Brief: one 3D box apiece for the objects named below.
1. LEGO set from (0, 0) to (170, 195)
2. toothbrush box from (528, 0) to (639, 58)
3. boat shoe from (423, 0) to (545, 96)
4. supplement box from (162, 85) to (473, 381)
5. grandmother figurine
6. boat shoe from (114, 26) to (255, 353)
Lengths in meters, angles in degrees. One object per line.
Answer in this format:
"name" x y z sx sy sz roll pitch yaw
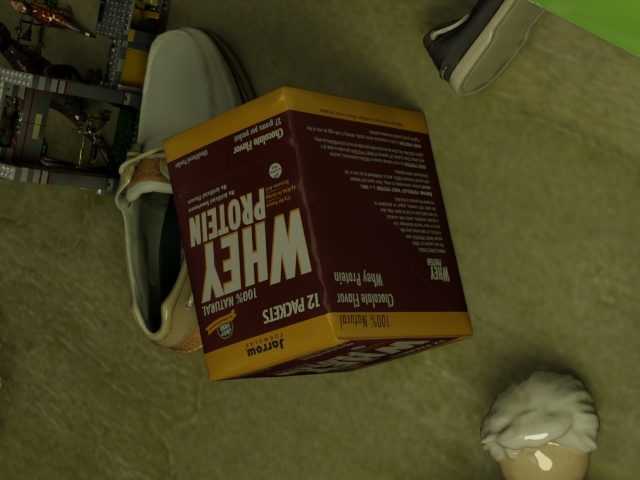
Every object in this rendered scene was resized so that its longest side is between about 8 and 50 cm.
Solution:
"LEGO set" -0.282 -0.186 1.381 0.255 0.192 0.331 26 103 35
"toothbrush box" 0.304 -0.240 0.990 0.206 0.122 0.283 36 107 33
"boat shoe" 0.151 -0.207 1.132 0.065 0.075 0.206 50 120 24
"supplement box" 0.000 0.000 1.159 0.129 0.191 0.194 -20 76 35
"grandmother figurine" 0.163 0.266 1.073 0.208 0.104 0.342 2 79 -6
"boat shoe" -0.121 -0.051 1.308 0.113 0.103 0.302 -15 78 36
